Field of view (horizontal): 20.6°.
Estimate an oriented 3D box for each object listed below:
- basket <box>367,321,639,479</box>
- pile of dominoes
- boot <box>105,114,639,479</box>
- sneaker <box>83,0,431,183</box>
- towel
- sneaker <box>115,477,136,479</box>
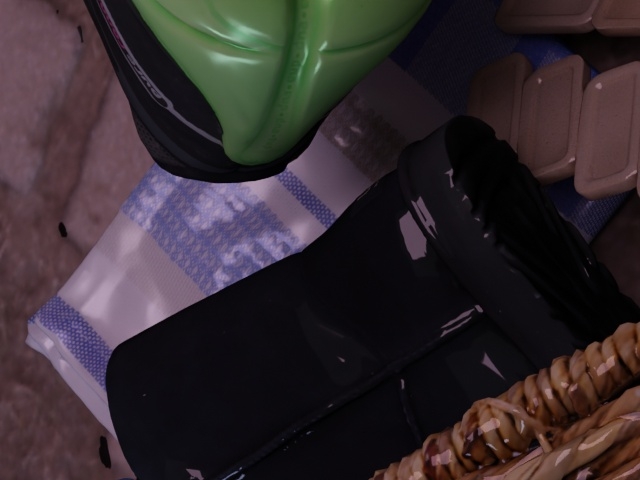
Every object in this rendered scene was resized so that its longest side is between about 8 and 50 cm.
[{"bbox_3d":[0.092,0.194,0.600,0.299,0.213,0.223,-36,59,20],"label":"basket"},{"bbox_3d":[0.171,-0.089,0.689,0.251,0.040,0.196,9,67,51],"label":"pile of dominoes"},{"bbox_3d":[0.046,0.099,0.706,0.207,0.094,0.246,-37,89,30],"label":"boot"},{"bbox_3d":[-0.064,-0.235,0.778,0.202,0.185,0.483,114,157,-54],"label":"sneaker"},{"bbox_3d":[0.000,0.000,0.812,0.285,0.034,0.209,-51,59,10],"label":"towel"},{"bbox_3d":[-0.072,0.218,0.780,0.081,0.090,0.232,-30,43,23],"label":"sneaker"}]
